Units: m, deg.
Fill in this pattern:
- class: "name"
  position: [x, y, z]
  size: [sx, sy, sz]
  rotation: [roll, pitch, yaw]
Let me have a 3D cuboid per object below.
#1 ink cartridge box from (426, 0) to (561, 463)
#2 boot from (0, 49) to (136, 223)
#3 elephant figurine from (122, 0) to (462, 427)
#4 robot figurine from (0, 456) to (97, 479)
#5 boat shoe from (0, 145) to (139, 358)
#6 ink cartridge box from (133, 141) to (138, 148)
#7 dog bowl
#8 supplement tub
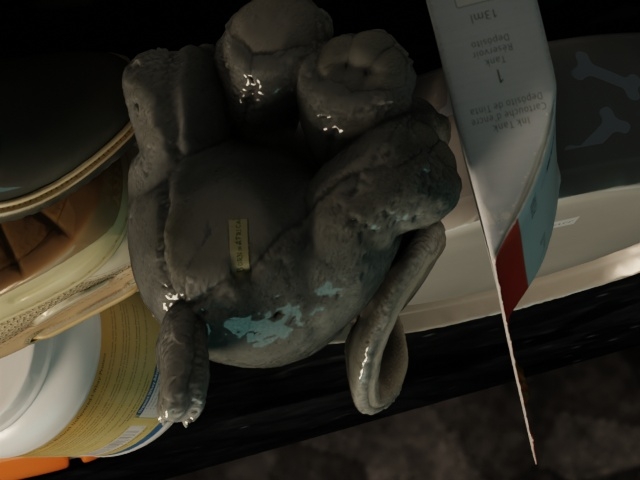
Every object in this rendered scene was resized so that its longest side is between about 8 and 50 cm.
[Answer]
- class: "ink cartridge box"
  position: [0.100, -0.017, 0.888]
  size: [0.066, 0.232, 0.189]
  rotation: [-17, 168, 4]
- class: "boot"
  position: [-0.165, -0.064, 0.782]
  size: [0.198, 0.077, 0.137]
  rotation: [-20, 157, -19]
- class: "elephant figurine"
  position: [0.000, 0.000, 0.877]
  size: [0.186, 0.169, 0.239]
  rotation: [-27, 159, 0]
- class: "robot figurine"
  position: [-0.235, 0.116, 1.366]
  size: [0.219, 0.128, 0.158]
  rotation: [-12, 128, -11]
- class: "boat shoe"
  position: [-0.218, 0.034, 0.968]
  size: [0.341, 0.121, 0.110]
  rotation: [-18, 156, 28]
- class: "ink cartridge box"
  position: [-0.111, -0.044, 1.013]
  size: [0.225, 0.056, 0.181]
  rotation: [17, 152, -32]
- class: "dog bowl"
  position: [0.115, -0.029, 1.166]
  size: [0.349, 0.102, 0.349]
  rotation: [-14, 168, -3]
- class: "supplement tub"
  position: [-0.177, 0.064, 1.147]
  size: [0.144, 0.144, 0.200]
  rotation: [-19, 167, 20]
